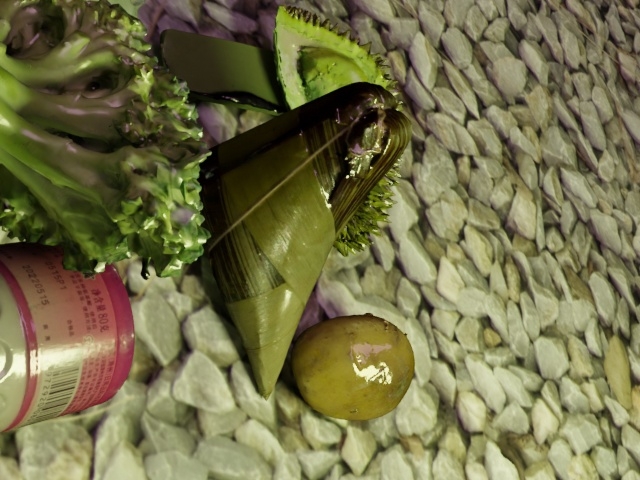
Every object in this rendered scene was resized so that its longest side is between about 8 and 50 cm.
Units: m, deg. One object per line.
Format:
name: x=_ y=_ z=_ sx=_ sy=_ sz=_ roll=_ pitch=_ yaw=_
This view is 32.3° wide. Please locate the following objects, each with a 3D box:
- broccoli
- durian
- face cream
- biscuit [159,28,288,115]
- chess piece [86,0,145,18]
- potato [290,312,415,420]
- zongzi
broccoli: x=-0.300 y=-0.144 z=0.922 sx=0.397 sy=0.353 sz=0.275 roll=24 pitch=71 yaw=-39
durian: x=0.027 y=-0.153 z=1.537 sx=0.169 sy=0.158 sz=0.352 roll=-11 pitch=88 yaw=-14
face cream: x=-0.301 y=0.091 z=1.039 sx=0.195 sy=0.175 sz=0.175 roll=-8 pitch=75 yaw=-48
biscuit: x=-0.090 y=-0.219 z=1.516 sx=0.322 sy=0.038 sz=0.099 roll=4 pitch=71 yaw=-43
chess piece: x=-0.327 y=-0.329 z=1.282 sx=0.298 sy=0.175 sz=0.176 roll=51 pitch=41 yaw=-30
potato: x=0.046 y=0.157 z=1.386 sx=0.176 sy=0.137 sz=0.137 roll=-9 pitch=75 yaw=-45
zongzi: x=0.000 y=0.000 z=1.315 sx=0.154 sy=0.289 sz=0.318 roll=-9 pitch=79 yaw=-65
